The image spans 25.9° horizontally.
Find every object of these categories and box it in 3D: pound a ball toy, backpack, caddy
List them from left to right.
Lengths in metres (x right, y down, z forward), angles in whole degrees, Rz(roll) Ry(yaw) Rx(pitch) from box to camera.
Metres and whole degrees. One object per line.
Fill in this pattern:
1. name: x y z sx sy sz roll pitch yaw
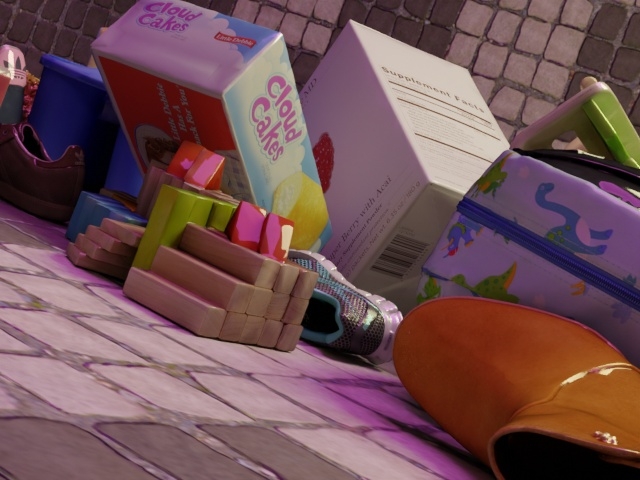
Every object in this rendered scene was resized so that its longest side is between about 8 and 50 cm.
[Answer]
1. caddy: -0.189 -0.123 1.578 0.241 0.179 0.341 23 5 17
2. pound a ball toy: 0.252 -0.045 1.304 0.208 0.136 0.319 59 11 24
3. backpack: 0.240 0.071 0.980 0.355 0.273 0.290 45 13 15

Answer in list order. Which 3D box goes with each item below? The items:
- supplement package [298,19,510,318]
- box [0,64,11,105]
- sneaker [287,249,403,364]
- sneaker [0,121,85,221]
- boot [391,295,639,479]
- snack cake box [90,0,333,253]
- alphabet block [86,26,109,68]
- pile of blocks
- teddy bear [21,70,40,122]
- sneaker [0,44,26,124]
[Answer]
1. supplement package: 0.090 -0.065 1.488 0.175 0.177 0.293 18 32 -31
2. box: -0.340 -0.096 0.867 0.232 0.126 0.149 16 7 -44
3. sneaker: -0.012 0.046 1.120 0.166 0.065 0.076 23 8 40
4. sneaker: -0.288 -0.079 1.266 0.188 0.071 0.066 23 5 22
5. boot: 0.127 0.104 0.773 0.295 0.104 0.211 28 7 29
6. snack cake box: -0.093 -0.086 1.281 0.152 0.089 0.264 24 -31 29
7. alphabet block: -0.212 -0.165 1.937 0.197 0.192 0.193 21 6 20
8. pile of blocks: -0.120 -0.023 1.105 0.149 0.112 0.362 19 4 -28
9. teddy bear: -0.396 -0.177 1.723 0.245 0.113 0.338 20 4 13
10. sneaker: -0.444 -0.190 1.502 0.319 0.131 0.112 22 5 21
